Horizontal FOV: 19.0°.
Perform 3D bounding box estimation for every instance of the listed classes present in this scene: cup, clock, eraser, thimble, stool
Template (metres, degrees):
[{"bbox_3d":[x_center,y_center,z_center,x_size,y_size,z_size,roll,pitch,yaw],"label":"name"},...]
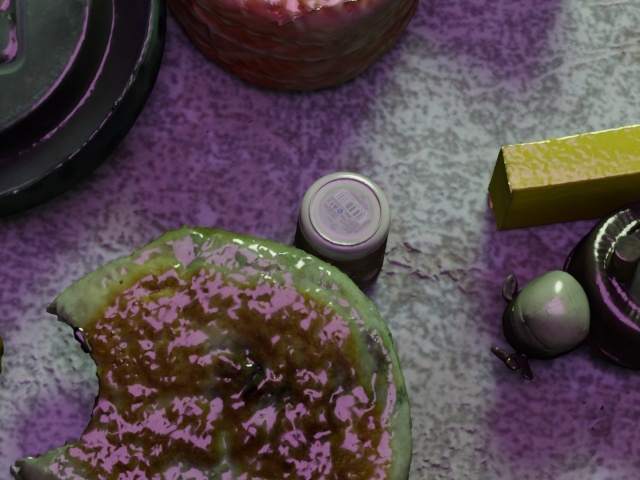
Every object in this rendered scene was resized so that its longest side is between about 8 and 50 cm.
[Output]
[{"bbox_3d":[0.002,-0.007,1.475,0.102,0.099,0.074,8,68,-1],"label":"cup"},{"bbox_3d":[-0.275,-0.168,1.497,0.319,0.066,0.318,-3,74,11],"label":"clock"},{"bbox_3d":[0.198,-0.048,1.503,0.122,0.097,0.045,-9,73,-7],"label":"eraser"},{"bbox_3d":[-0.024,-0.248,1.535,0.239,0.162,0.239,0,70,0],"label":"thimble"},{"bbox_3d":[0.231,0.036,1.464,0.217,0.121,0.125,-14,72,-14],"label":"stool"}]

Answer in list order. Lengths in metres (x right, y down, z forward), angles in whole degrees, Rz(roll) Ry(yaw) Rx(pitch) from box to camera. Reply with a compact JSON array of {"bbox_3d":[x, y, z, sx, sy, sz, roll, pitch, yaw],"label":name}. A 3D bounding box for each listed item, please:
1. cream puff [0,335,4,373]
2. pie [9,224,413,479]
[{"bbox_3d":[-0.300,0.087,1.411,0.116,0.146,0.146,39,71,-7],"label":"cream puff"},{"bbox_3d":[-0.075,0.134,1.414,0.303,0.067,0.302,0,85,0],"label":"pie"}]
